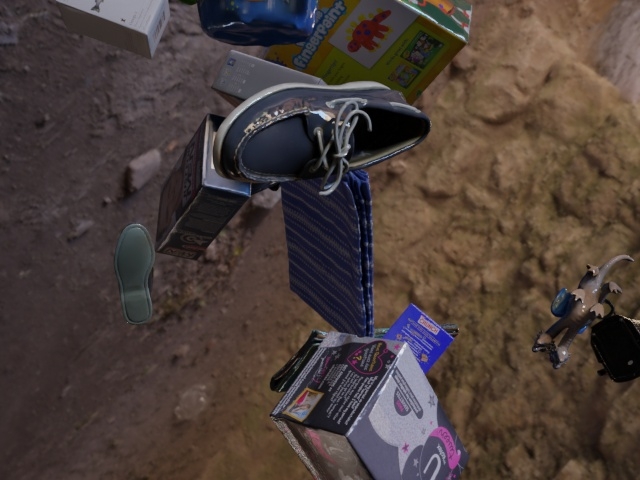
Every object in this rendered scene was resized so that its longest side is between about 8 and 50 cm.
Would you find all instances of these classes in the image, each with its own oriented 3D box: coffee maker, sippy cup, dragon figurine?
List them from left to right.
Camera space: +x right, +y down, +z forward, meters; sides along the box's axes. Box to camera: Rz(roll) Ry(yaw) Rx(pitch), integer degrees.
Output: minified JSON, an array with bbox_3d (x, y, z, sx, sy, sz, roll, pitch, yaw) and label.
[{"bbox_3d":[-0.091,-0.407,1.113,0.240,0.224,0.305,1,-177,-15],"label":"sippy cup"},{"bbox_3d":[0.517,0.127,1.518,0.289,0.085,0.144,-47,170,-37],"label":"dragon figurine"},{"bbox_3d":[0.649,0.207,1.601,0.120,0.171,0.178,-10,169,35],"label":"coffee maker"}]

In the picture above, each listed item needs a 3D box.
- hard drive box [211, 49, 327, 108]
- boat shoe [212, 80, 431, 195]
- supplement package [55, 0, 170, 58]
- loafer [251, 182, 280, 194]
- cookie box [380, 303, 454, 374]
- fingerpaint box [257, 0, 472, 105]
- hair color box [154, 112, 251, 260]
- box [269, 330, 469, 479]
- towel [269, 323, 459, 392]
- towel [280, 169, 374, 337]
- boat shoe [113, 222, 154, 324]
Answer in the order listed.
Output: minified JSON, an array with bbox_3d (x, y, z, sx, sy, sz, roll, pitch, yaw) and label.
[{"bbox_3d":[-0.068,-0.269,1.498,0.181,0.232,0.089,33,82,-58],"label":"hard drive box"},{"bbox_3d":[0.010,-0.100,0.748,0.254,0.079,0.095,-15,126,-45],"label":"boat shoe"},{"bbox_3d":[-0.393,-0.442,1.459,0.105,0.179,0.105,117,-8,-76],"label":"supplement package"},{"bbox_3d":[-0.108,-0.153,1.747,0.223,0.076,0.078,-21,122,-38],"label":"loafer"},{"bbox_3d":[0.146,0.171,1.229,0.107,0.092,0.040,-49,174,-3],"label":"cookie box"},{"bbox_3d":[0.082,-0.467,1.847,0.445,0.371,0.163,-48,-158,48],"label":"fingerpaint box"},{"bbox_3d":[-0.255,-0.103,1.630,0.105,0.174,0.347,12,152,-23],"label":"hair color box"},{"bbox_3d":[0.077,0.267,1.035,0.163,0.142,0.247,-51,127,-33],"label":"box"},{"bbox_3d":[0.096,0.263,1.706,0.370,0.040,0.271,0,147,-28],"label":"towel"},{"bbox_3d":[0.000,0.000,1.186,0.040,0.243,0.336,-22,128,-25],"label":"towel"},{"bbox_3d":[-0.385,0.061,1.574,0.081,0.069,0.228,-2,115,-15],"label":"boat shoe"}]
